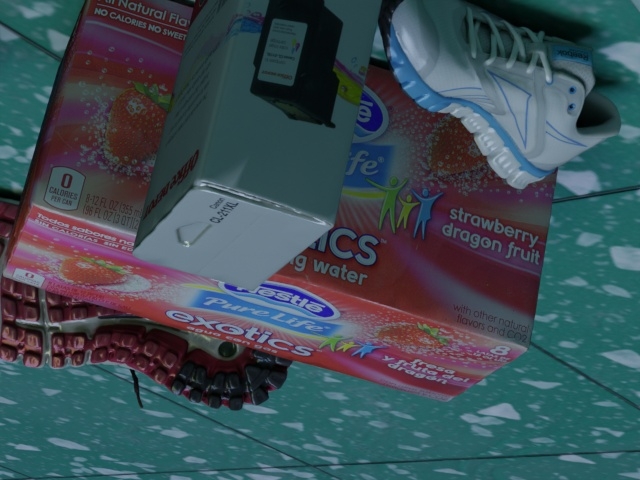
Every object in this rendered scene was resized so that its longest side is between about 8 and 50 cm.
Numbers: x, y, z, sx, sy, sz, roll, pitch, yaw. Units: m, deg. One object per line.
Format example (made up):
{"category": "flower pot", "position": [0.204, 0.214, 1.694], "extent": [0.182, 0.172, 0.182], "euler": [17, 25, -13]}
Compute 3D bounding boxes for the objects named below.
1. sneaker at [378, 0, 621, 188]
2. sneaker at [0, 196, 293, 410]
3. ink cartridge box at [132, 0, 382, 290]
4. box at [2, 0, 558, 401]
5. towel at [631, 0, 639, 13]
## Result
{"category": "sneaker", "position": [0.101, -0.097, 0.953], "extent": [0.083, 0.071, 0.191], "euler": [-19, 149, 30]}
{"category": "sneaker", "position": [-0.169, 0.052, 1.394], "extent": [0.299, 0.121, 0.112], "euler": [22, -172, -6]}
{"category": "ink cartridge box", "position": [-0.030, -0.076, 0.902], "extent": [0.072, 0.175, 0.127], "euler": [18, 158, -16]}
{"category": "box", "position": [-0.022, -0.024, 1.065], "extent": [0.300, 0.154, 0.142], "euler": [17, 158, -11]}
{"category": "towel", "position": [0.285, -0.132, 0.720], "extent": [0.320, 0.090, 0.374], "euler": [-5, 154, 37]}
